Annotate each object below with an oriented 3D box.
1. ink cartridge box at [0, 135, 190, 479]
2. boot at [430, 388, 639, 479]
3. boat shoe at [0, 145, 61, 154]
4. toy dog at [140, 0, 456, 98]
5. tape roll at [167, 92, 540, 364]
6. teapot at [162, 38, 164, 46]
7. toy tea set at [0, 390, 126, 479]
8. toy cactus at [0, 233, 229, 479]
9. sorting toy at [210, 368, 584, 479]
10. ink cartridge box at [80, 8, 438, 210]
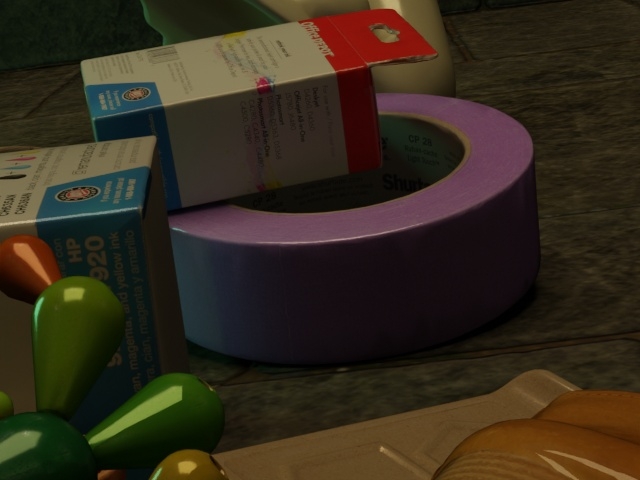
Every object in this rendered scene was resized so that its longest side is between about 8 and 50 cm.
[{"bbox_3d":[-0.195,0.052,0.811,0.232,0.168,0.171,-7,17,-2],"label":"ink cartridge box"},{"bbox_3d":[0.168,0.118,0.435,0.295,0.104,0.211,22,19,25],"label":"boot"},{"bbox_3d":[-0.214,-0.013,1.248,0.355,0.132,0.130,-7,1,-35],"label":"boat shoe"},{"bbox_3d":[0.025,-0.243,1.427,0.395,0.284,0.408,16,50,6],"label":"toy dog"},{"bbox_3d":[0.015,-0.017,1.070,0.275,0.090,0.275,-6,25,3],"label":"tape roll"},{"bbox_3d":[-0.060,-0.171,1.657,0.256,0.187,0.252,11,48,-1],"label":"teapot"},{"bbox_3d":[-0.128,0.130,0.569,0.200,0.124,0.336,-12,15,-18],"label":"toy tea set"},{"bbox_3d":[-0.105,0.080,0.427,0.180,0.112,0.219,-18,41,-41],"label":"toy cactus"},{"bbox_3d":[0.071,0.121,0.597,0.208,0.038,0.193,-12,26,-35],"label":"sorting toy"},{"bbox_3d":[-0.042,-0.092,1.047,0.231,0.078,0.134,-11,25,-8],"label":"ink cartridge box"}]
